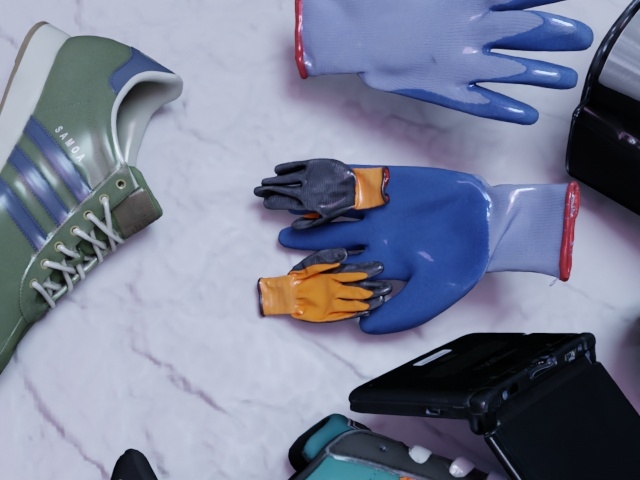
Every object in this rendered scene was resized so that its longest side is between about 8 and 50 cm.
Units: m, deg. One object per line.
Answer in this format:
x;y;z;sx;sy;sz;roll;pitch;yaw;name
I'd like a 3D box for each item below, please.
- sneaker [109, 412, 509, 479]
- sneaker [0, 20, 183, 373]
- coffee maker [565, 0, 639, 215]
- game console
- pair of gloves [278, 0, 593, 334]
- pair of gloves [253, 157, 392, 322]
0.046;0.134;0.510;0.302;0.108;0.121;-3;71;-12;sneaker
-0.122;-0.017;0.553;0.086;0.064;0.192;12;70;2;sneaker
0.218;-0.030;0.564;0.178;0.171;0.120;37;46;26;coffee maker
0.090;0.089;0.518;0.107;0.122;0.071;-3;97;36;game console
0.054;-0.051;0.561;0.159;0.023;0.198;1;90;25;pair of gloves
0.000;0.000;0.566;0.074;0.010;0.083;-2;88;25;pair of gloves
